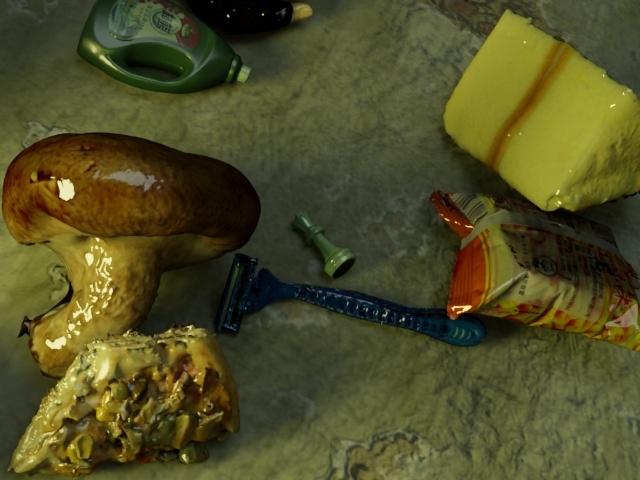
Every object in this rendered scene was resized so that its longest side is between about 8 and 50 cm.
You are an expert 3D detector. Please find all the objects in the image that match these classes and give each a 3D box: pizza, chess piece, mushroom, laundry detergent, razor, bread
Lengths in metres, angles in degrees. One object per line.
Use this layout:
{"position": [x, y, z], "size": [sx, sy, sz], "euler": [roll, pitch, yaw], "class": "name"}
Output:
{"position": [-0.180, 0.161, 0.907], "size": [0.226, 0.147, 0.069], "euler": [-3, 22, -25], "class": "pizza"}
{"position": [0.000, 0.000, 1.138], "size": [0.042, 0.042, 0.093], "euler": [-28, 65, -32], "class": "chess piece"}
{"position": [-0.187, -0.012, 0.968], "size": [0.268, 0.254, 0.267], "euler": [-4, 26, 2], "class": "mushroom"}
{"position": [-0.193, -0.241, 1.207], "size": [0.211, 0.063, 0.137], "euler": [22, 56, -9], "class": "laundry detergent"}
{"position": [0.042, 0.077, 1.098], "size": [0.324, 0.093, 0.056], "euler": [10, 20, -19], "class": "razor"}
{"position": [0.332, -0.139, 1.280], "size": [0.236, 0.198, 0.263], "euler": [20, 22, -45], "class": "bread"}

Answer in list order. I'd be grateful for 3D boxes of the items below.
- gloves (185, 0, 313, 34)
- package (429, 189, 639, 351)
{"position": [-0.088, -0.362, 1.299], "size": [0.203, 0.124, 0.164], "euler": [-34, 93, -26], "class": "gloves"}
{"position": [0.282, 0.034, 1.165], "size": [0.288, 0.108, 0.223], "euler": [10, 42, -11], "class": "package"}
